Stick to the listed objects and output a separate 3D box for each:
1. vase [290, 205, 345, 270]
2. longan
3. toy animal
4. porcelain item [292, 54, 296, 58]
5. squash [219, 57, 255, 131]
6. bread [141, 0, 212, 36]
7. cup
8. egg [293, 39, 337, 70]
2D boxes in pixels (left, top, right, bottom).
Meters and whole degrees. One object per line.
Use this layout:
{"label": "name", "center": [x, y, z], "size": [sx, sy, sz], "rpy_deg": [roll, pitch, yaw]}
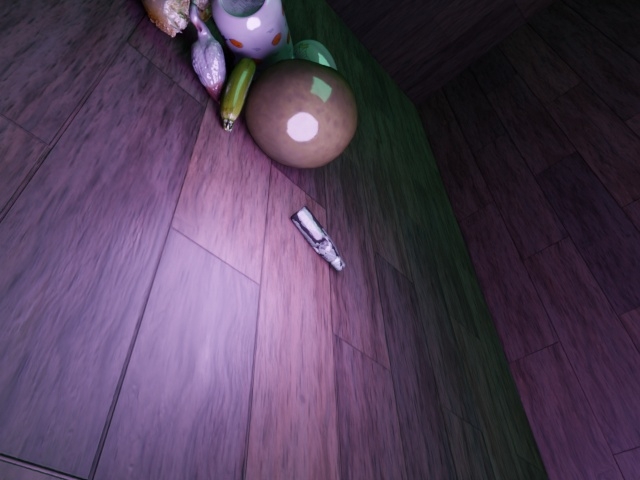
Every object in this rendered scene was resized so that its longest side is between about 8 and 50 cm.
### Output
{"label": "vase", "center": [0.000, 0.000, 1.396], "size": [0.211, 0.060, 0.060], "rpy_deg": [52, 26, -6]}
{"label": "longan", "center": [-0.059, -0.384, 1.483], "size": [0.361, 0.361, 0.360], "rpy_deg": [40, 30, -29]}
{"label": "toy animal", "center": [-0.316, -0.524, 1.374], "size": [0.324, 0.091, 0.195], "rpy_deg": [65, 19, -64]}
{"label": "porcelain item", "center": [-0.161, -0.616, 1.743], "size": [0.147, 0.147, 0.114], "rpy_deg": [59, 26, 7]}
{"label": "squash", "center": [-0.241, -0.425, 1.396], "size": [0.066, 0.066, 0.251], "rpy_deg": [34, 58, -37]}
{"label": "bread", "center": [-0.414, -0.703, 1.391], "size": [0.192, 0.171, 0.314], "rpy_deg": [27, 49, -7]}
{"label": "cup", "center": [-0.205, -0.659, 1.507], "size": [0.212, 0.212, 0.317], "rpy_deg": [59, -1, 8]}
{"label": "egg", "center": [-0.029, -0.678, 1.992], "size": [0.196, 0.197, 0.271], "rpy_deg": [-2, 74, -60]}
